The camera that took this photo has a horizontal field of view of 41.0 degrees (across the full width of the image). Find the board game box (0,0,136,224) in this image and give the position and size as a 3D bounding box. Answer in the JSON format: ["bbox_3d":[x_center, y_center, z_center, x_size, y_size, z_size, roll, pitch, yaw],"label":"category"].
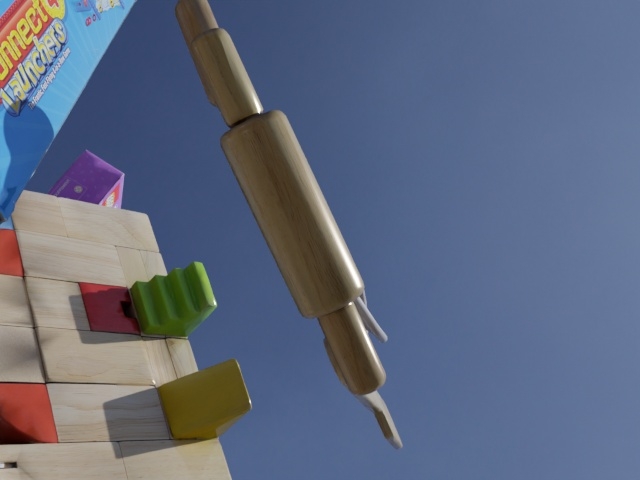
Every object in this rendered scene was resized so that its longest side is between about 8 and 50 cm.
[{"bbox_3d":[-0.288,-0.104,0.520,0.308,0.302,0.086,-11,-53,14],"label":"board game box"}]

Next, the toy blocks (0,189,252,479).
[{"bbox_3d":[-0.235,0.096,0.680,0.260,0.382,0.191,12,-46,-44],"label":"toy blocks"}]

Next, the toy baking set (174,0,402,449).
[{"bbox_3d":[-0.001,-0.001,0.434,0.030,0.197,0.256,-25,-90,4],"label":"toy baking set"}]

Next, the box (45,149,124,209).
[{"bbox_3d":[-0.324,0.045,1.037,0.057,0.201,0.293,32,-30,1],"label":"box"}]
